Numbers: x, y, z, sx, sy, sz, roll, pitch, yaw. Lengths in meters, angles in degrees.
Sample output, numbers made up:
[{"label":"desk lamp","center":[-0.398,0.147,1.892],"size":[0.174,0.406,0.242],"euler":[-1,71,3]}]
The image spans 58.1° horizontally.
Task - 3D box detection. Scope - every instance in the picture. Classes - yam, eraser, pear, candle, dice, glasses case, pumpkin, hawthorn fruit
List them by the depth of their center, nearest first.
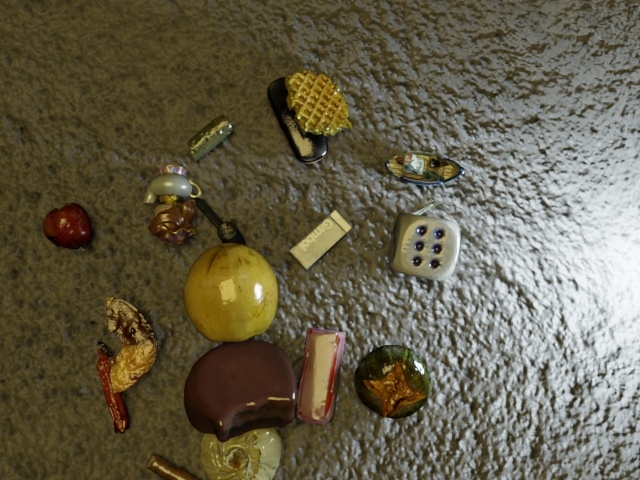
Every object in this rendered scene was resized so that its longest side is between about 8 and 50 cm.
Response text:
[{"label":"pear","center":[-0.272,0.161,1.768],"size":[0.315,0.314,0.314],"euler":[0,80,0]},{"label":"yam","center":[-0.432,0.742,1.790],"size":[0.241,0.057,0.056],"euler":[30,82,4]},{"label":"pumpkin","center":[0.225,0.434,1.790],"size":[0.238,0.159,0.237],"euler":[0,101,-1]},{"label":"dice","center":[0.326,0.018,1.832],"size":[0.194,0.192,0.193],"euler":[12,94,-3]},{"label":"candle","center":[-0.666,0.465,1.835],"size":[0.059,0.084,0.301],"euler":[-10,71,-34]},{"label":"hawthorn fruit","center":[-0.816,-0.032,1.881],"size":[0.148,0.148,0.172],"euler":[-32,101,-5]},{"label":"eraser","center":[0.000,0.000,1.920],"size":[0.212,0.046,0.092],"euler":[-43,83,-7]},{"label":"yam","center":[-0.380,-0.352,1.966],"size":[0.179,0.078,0.078],"euler":[-40,83,-3]},{"label":"glasses case","center":[-0.079,-0.413,1.971],"size":[0.122,0.082,0.321],"euler":[-23,81,-8]}]

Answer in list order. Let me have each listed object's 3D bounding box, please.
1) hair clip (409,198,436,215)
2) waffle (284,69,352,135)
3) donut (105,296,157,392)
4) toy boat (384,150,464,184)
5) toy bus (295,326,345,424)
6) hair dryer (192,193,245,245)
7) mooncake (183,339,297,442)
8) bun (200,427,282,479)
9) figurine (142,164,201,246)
[{"label":"hair clip","center":[0.339,-0.099,1.944],"size":[0.115,0.039,0.030],"euler":[-36,85,-8]},{"label":"waffle","center":[-0.007,-0.465,1.942],"size":[0.245,0.052,0.254],"euler":[-9,72,-36]},{"label":"donut","center":[-0.588,0.321,1.834],"size":[0.151,0.112,0.294],"euler":[-8,82,-5]},{"label":"toy boat","center":[0.347,-0.247,1.929],"size":[0.262,0.115,0.114],"euler":[9,81,1]},{"label":"toy bus","center":[-0.004,0.423,1.804],"size":[0.128,0.147,0.302],"euler":[8,79,7]},{"label":"hair dryer","center":[-0.353,-0.072,1.902],"size":[0.070,0.128,0.255],"euler":[-41,72,-11]},{"label":"mooncake","center":[-0.225,0.456,1.724],"size":[0.334,0.174,0.326],"euler":[31,46,21]},{"label":"bun","center":[-0.245,0.645,1.760],"size":[0.260,0.152,0.259],"euler":[0,81,2]},{"label":"figurine","center":[-0.488,-0.108,1.889],"size":[0.190,0.142,0.263],"euler":[-3,79,-1]}]
